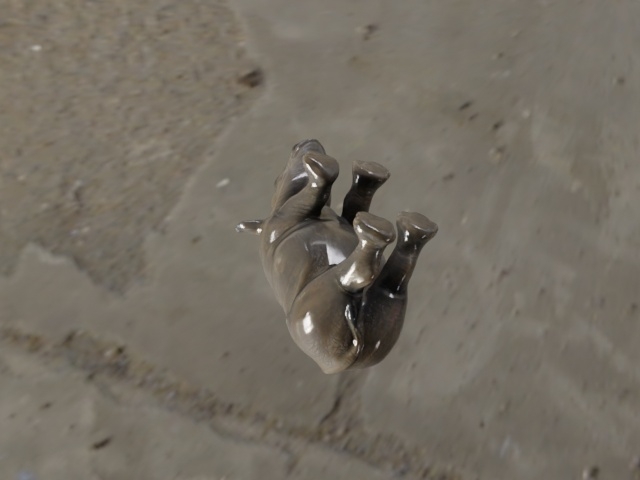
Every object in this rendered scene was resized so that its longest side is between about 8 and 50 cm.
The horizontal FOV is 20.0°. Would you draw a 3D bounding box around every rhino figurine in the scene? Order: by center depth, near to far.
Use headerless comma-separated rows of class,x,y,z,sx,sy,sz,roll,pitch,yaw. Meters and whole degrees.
rhino figurine,0.000,0.000,1.125,0.073,0.243,0.106,15,107,-20
